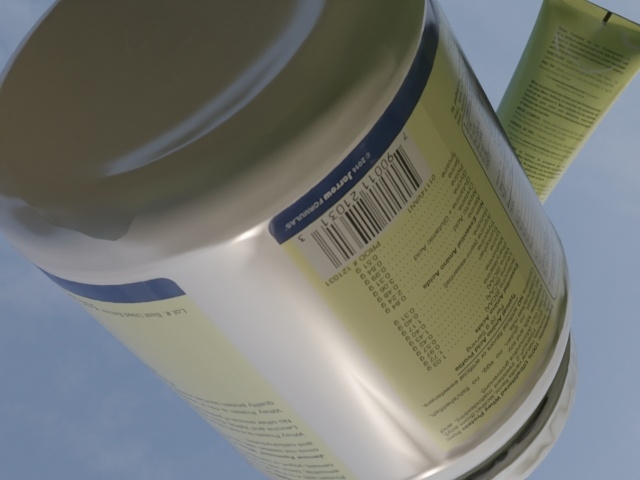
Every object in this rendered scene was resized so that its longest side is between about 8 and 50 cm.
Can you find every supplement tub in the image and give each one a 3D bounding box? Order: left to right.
[{"bbox_3d":[0.000,0.000,0.596,0.325,0.236,0.235,53,-141,-42],"label":"supplement tub"}]

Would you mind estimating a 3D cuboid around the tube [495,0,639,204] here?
[{"bbox_3d":[0.161,-0.072,0.823,0.070,0.240,0.062,-6,-137,-41],"label":"tube"}]
